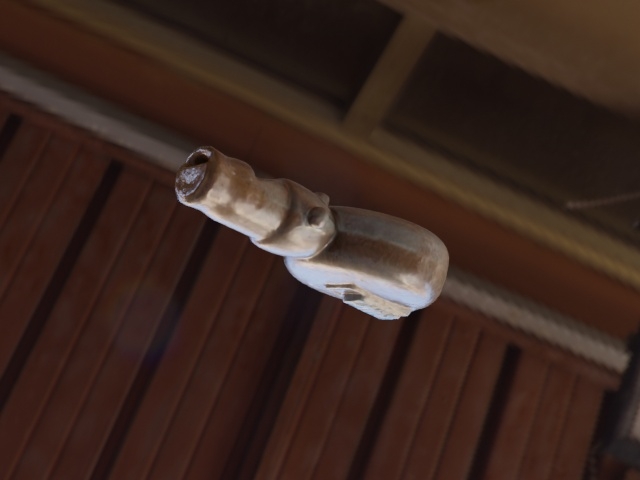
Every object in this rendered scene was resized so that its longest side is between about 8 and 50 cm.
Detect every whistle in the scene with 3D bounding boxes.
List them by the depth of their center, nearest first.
[{"bbox_3d":[0.000,0.000,1.054,0.220,0.107,0.057,27,-109,-39],"label":"whistle"}]
